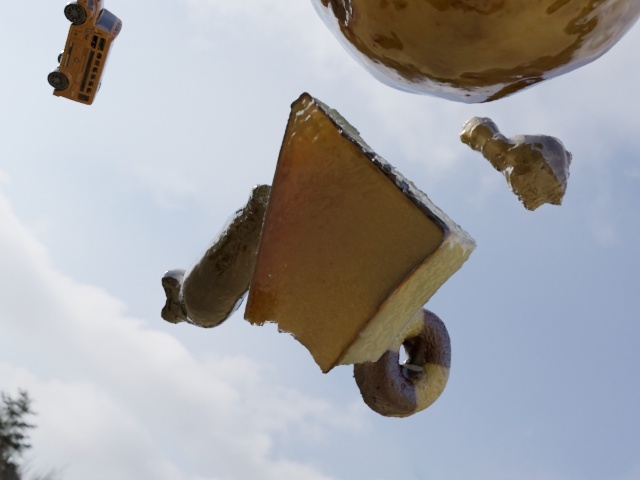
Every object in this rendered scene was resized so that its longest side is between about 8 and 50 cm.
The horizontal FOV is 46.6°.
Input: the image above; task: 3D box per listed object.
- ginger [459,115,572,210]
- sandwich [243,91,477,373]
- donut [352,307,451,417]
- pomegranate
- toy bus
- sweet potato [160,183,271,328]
[{"bbox_3d":[0.257,-0.113,0.946,0.165,0.096,0.067,52,-10,25],"label":"ginger"},{"bbox_3d":[0.000,0.000,0.565,0.058,0.162,0.193,23,21,-48],"label":"sandwich"},{"bbox_3d":[0.134,0.186,1.156,0.166,0.184,0.073,20,-15,-22],"label":"donut"},{"bbox_3d":[0.177,-0.336,0.755,0.410,0.410,0.410,24,-35,18],"label":"pomegranate"},{"bbox_3d":[-0.386,-0.325,1.230,0.088,0.083,0.194,20,-51,-16],"label":"toy bus"},{"bbox_3d":[-0.128,0.033,0.905,0.286,0.085,0.112,-52,-124,48],"label":"sweet potato"}]
